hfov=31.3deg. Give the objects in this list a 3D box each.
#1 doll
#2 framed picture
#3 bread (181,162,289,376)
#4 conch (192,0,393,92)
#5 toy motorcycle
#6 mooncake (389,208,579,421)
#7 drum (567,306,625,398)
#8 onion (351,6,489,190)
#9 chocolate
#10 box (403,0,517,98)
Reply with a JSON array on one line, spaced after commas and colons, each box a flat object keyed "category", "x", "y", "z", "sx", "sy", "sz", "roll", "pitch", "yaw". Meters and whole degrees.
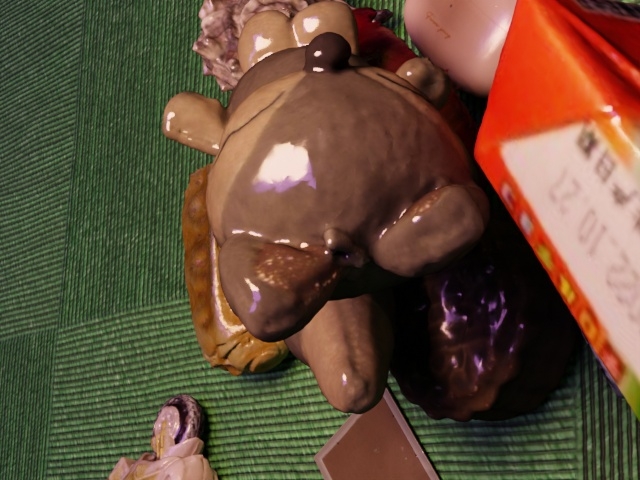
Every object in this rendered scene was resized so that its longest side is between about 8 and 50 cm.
[{"category": "doll", "x": 0.035, "y": -0.009, "z": 1.014, "sx": 0.252, "sy": 0.378, "sz": 0.382, "roll": -24, "pitch": 33, "yaw": 6}, {"category": "framed picture", "x": 0.070, "y": 0.273, "z": 1.292, "sx": 0.142, "sy": 0.011, "sz": 0.183, "roll": -52, "pitch": 47, "yaw": 24}, {"category": "bread", "x": -0.103, "y": 0.041, "z": 1.464, "sx": 0.152, "sy": 0.130, "sz": 0.268, "roll": -21, "pitch": 65, "yaw": 38}, {"category": "conch", "x": -0.042, "y": -0.205, "z": 1.393, "sx": 0.186, "sy": 0.240, "sz": 0.313, "roll": -5, "pitch": 88, "yaw": 61}, {"category": "toy motorcycle", "x": -0.230, "y": 0.385, "z": 1.517, "sx": 0.341, "sy": 0.108, "sz": 0.223, "roll": -57, "pitch": 38, "yaw": 9}, {"category": "mooncake", "x": 0.153, "y": 0.074, "z": 1.176, "sx": 0.228, "sy": 0.124, "sz": 0.228, "roll": -15, "pitch": 69, "yaw": 46}, {"category": "drum", "x": 0.254, "y": 0.088, "z": 0.981, "sx": 0.049, "sy": 0.253, "sz": 0.130, "roll": -28, "pitch": 84, "yaw": 12}, {"category": "onion", "x": 0.080, "y": -0.135, "z": 1.235, "sx": 0.161, "sy": 0.248, "sz": 0.248, "roll": -45, "pitch": 49, "yaw": 22}, {"category": "chocolate", "x": 0.328, "y": -0.015, "z": 0.856, "sx": 0.161, "sy": 0.360, "sz": 0.341, "roll": -61, "pitch": 41, "yaw": 38}, {"category": "box", "x": 0.174, "y": -0.247, "z": 1.273, "sx": 0.146, "sy": 0.088, "sz": 0.200, "roll": -55, "pitch": 46, "yaw": 23}]
